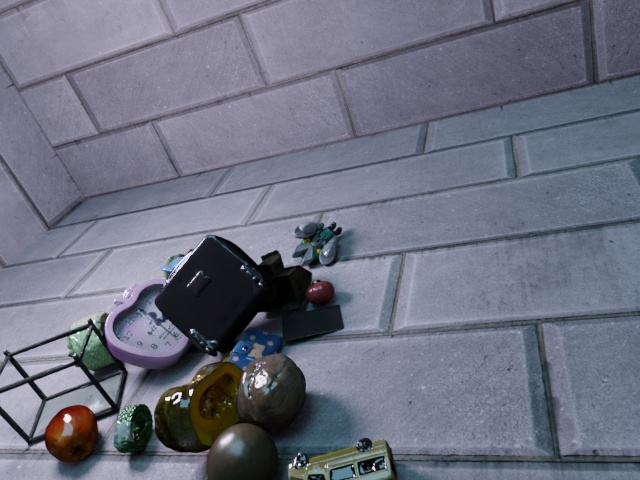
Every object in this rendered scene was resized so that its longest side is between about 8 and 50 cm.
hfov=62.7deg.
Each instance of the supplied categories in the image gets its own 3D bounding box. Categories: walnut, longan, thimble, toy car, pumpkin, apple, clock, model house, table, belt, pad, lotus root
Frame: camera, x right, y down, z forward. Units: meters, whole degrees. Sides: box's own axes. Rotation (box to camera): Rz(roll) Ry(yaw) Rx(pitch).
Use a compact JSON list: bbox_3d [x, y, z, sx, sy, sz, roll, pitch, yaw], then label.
[{"bbox_3d":[-0.138,0.432,1.480,0.225,0.224,0.224,-16,29,9],"label":"walnut"},{"bbox_3d":[-0.191,0.571,1.330,0.185,0.159,0.204,-43,71,-5],"label":"longan"},{"bbox_3d":[-0.859,0.385,2.018,0.150,0.218,0.219,-22,29,2],"label":"thimble"},{"bbox_3d":[0.052,0.559,1.234,0.257,0.101,0.124,-17,32,5],"label":"toy car"},{"bbox_3d":[-0.316,0.485,1.500,0.139,0.221,0.317,-20,4,25],"label":"pumpkin"},{"bbox_3d":[-0.783,0.609,1.660,0.156,0.146,0.158,-15,22,-37],"label":"apple"},{"bbox_3d":[-0.612,0.306,1.923,0.339,0.102,0.338,10,49,-12],"label":"clock"},{"bbox_3d":[-0.148,0.136,2.013,0.212,0.204,0.243,-11,13,21],"label":"model house"},{"bbox_3d":[-0.900,0.484,1.810,0.335,0.272,0.222,-21,28,0],"label":"table"},{"bbox_3d":[-0.579,0.575,1.600,0.079,0.121,0.151,-12,35,12],"label":"belt"},{"bbox_3d":[-0.029,0.284,1.825,0.212,0.003,0.142,-12,30,2],"label":"pad"},{"bbox_3d":[-0.302,0.415,1.750,0.072,0.063,0.152,20,36,4],"label":"lotus root"}]

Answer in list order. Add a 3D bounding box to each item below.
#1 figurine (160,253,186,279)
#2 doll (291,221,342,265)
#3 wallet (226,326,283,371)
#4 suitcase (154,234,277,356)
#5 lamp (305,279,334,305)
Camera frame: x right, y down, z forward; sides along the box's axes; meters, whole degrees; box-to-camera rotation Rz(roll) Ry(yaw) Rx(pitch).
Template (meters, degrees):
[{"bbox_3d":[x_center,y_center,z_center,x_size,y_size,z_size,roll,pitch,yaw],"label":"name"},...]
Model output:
[{"bbox_3d":[-0.596,0.143,2.320,0.180,0.153,0.262,-25,23,-30],"label":"figurine"},{"bbox_3d":[-0.019,-0.009,2.182,0.195,0.153,0.258,19,49,-2],"label":"doll"},{"bbox_3d":[-0.223,0.380,1.720,0.141,0.059,0.202,15,38,10],"label":"wallet"},{"bbox_3d":[-0.367,0.183,1.828,0.345,0.339,0.188,-51,-12,2],"label":"suitcase"},{"bbox_3d":[-0.001,0.189,1.905,0.108,0.092,0.107,-21,-7,-3],"label":"lamp"}]
